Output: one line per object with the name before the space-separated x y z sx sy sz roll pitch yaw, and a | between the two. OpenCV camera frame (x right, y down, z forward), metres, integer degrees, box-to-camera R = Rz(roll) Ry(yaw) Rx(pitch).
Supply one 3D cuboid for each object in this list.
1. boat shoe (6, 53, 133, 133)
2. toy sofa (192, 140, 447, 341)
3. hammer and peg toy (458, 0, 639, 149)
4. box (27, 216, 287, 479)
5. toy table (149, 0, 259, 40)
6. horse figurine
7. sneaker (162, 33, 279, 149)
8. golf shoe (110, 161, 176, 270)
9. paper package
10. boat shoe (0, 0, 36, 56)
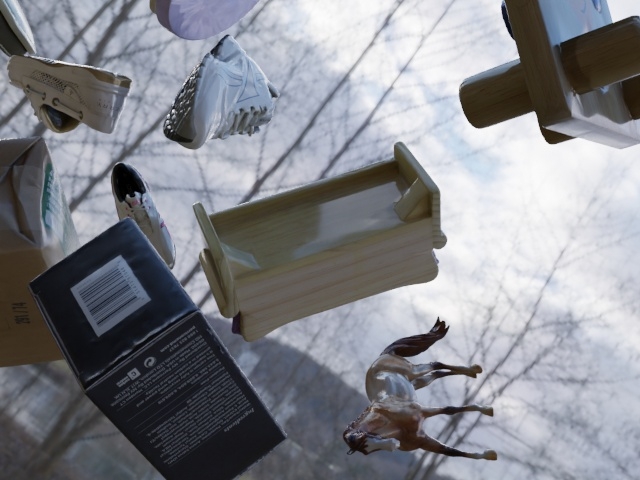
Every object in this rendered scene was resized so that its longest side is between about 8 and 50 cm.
boat shoe | -0.362 -0.197 1.275 0.098 0.096 0.277 9 6 -42
toy sofa | 0.000 0.000 1.409 0.150 0.362 0.177 -120 -164 -47
hammer and peg toy | 0.166 -0.249 0.691 0.127 0.361 0.266 -17 -8 29
box | -0.138 0.108 0.808 0.153 0.108 0.207 45 -14 45
toy table | -0.199 -0.436 1.436 0.161 0.274 0.252 33 -54 19
horse figurine | 0.114 0.187 1.119 0.174 0.263 0.066 1 -63 1
sneaker | -0.126 -0.197 1.293 0.129 0.111 0.297 35 30 -8
golf shoe | -0.277 -0.033 1.407 0.186 0.067 0.086 62 -6 18
paper package | -0.470 0.034 1.185 0.309 0.168 0.325 -6 -31 -7
boat shoe | -0.495 -0.352 1.290 0.109 0.091 0.305 62 -2 26
